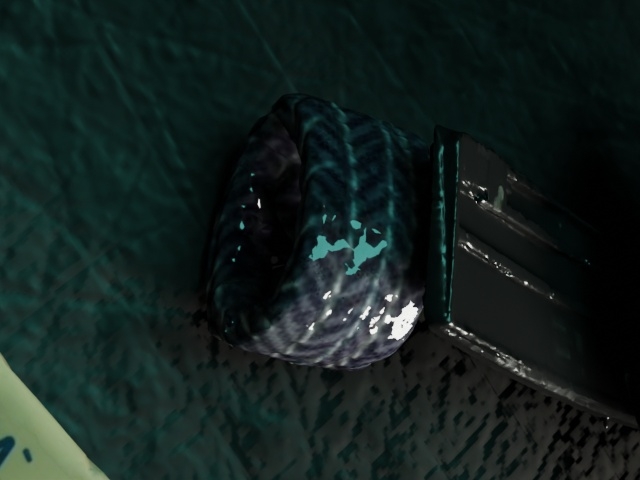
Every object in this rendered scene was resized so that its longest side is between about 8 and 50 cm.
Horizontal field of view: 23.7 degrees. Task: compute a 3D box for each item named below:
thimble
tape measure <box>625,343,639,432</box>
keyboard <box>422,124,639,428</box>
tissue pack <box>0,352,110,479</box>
[{"bbox_3d":[0.001,-0.002,0.599,0.066,0.095,0.104,19,84,-28],"label":"thimble"},{"bbox_3d":[0.197,0.042,0.683,0.181,0.107,0.182,-69,150,-44],"label":"tape measure"},{"bbox_3d":[0.103,0.028,0.649,0.250,0.017,0.087,26,64,-57],"label":"keyboard"},{"bbox_3d":[-0.112,0.141,0.493,0.196,0.092,0.148,50,58,-14],"label":"tissue pack"}]
